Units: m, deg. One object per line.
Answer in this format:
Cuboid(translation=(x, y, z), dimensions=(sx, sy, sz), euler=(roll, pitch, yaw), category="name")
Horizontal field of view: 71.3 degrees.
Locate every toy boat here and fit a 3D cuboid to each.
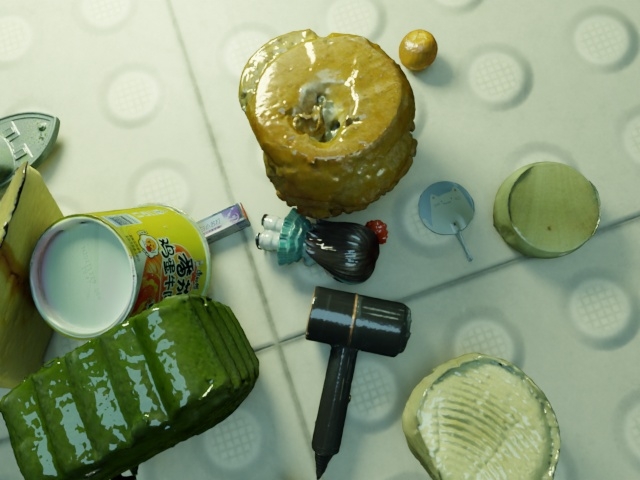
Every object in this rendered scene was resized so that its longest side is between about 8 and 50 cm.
Cuboid(translation=(-0.689, -0.173, 0.936), dimensions=(0.319, 0.092, 0.141), euler=(-33, 83, -3), category="toy boat")

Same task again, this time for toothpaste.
Cuboid(translation=(-0.241, -0.015, 0.914), dimensions=(0.196, 0.040, 0.047), euler=(-25, 79, 0), category="toothpaste")

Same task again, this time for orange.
Cuboid(translation=(0.205, -0.398, 0.937), dimensions=(0.083, 0.070, 0.083), euler=(-4, 66, 8), category="orange")

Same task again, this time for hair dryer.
Cuboid(translation=(0.050, 0.275, 0.835), dimensions=(0.189, 0.107, 0.352), euler=(10, 89, 3), category="hair dryer")

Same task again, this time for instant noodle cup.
Cuboid(translation=(-0.355, 0.057, 0.799), dimensions=(0.264, 0.200, 0.265), euler=(1, 93, 13), category="instant noodle cup")

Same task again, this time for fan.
Cuboid(translation=(0.269, -0.039, 0.907), dimensions=(0.113, 0.005, 0.175), euler=(-22, 81, -1), category="fan")

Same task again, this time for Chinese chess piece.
Cuboid(translation=(0.434, -0.059, 0.867), dimensions=(0.188, 0.083, 0.189), euler=(0, 82, 0), category="Chinese chess piece")

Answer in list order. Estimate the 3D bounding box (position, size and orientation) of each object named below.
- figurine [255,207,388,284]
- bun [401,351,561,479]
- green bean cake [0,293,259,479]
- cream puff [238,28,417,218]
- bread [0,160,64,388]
Cuboid(translation=(0.000, 0.000, 0.867), dimensions=(0.245, 0.110, 0.138), euler=(14, 79, 13), category="figurine")
Cuboid(translation=(0.273, 0.327, 0.776), dimensions=(0.259, 0.152, 0.259), euler=(1, 70, -3), category="bun")
Cuboid(translation=(-0.269, 0.250, 0.724), dimensions=(0.319, 0.335, 0.218), euler=(-31, 79, 2), category="green bean cake")
Cuboid(translation=(0.012, -0.208, 0.834), dimensions=(0.342, 0.231, 0.327), euler=(29, 81, 11), category="cream puff")
Cuboid(translation=(-0.602, 0.078, 0.780), dimensions=(0.242, 0.405, 0.346), euler=(11, 69, -6), category="bread")
